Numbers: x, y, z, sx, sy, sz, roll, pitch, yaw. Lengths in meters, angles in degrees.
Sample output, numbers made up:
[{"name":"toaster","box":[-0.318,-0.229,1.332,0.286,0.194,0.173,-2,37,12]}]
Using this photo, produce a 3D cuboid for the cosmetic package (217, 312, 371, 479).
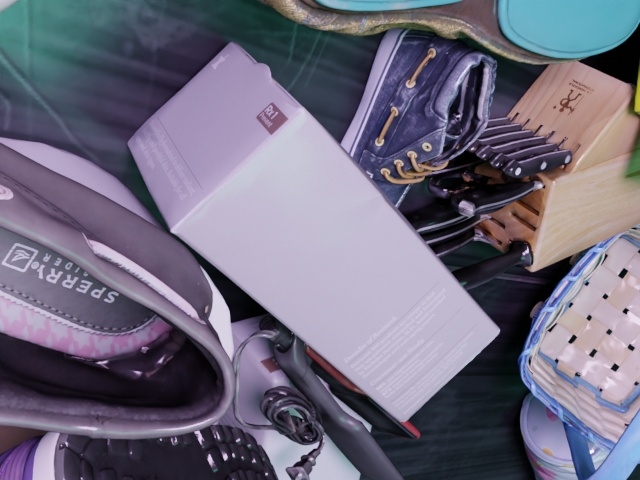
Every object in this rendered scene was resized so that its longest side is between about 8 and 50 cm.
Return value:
[{"name":"cosmetic package","box":[-0.026,0.170,0.706,0.117,0.085,0.231,-12,124,-35]}]

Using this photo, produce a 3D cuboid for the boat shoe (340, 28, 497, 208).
[{"name":"boat shoe","box":[0.063,-0.065,0.606,0.065,0.083,0.183,-6,124,-38]}]

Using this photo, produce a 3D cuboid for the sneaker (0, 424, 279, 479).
[{"name":"sneaker","box":[-0.112,0.171,0.492,0.124,0.107,0.283,-24,148,13]}]

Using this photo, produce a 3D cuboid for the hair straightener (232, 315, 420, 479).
[{"name":"hair straightener","box":[0.004,0.129,0.584,0.230,0.047,0.089,53,52,-47]}]

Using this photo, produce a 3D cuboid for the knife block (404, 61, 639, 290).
[{"name":"knife block","box":[0.194,-0.028,0.747,0.242,0.088,0.275,-51,140,3]}]

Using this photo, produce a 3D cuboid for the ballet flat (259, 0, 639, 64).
[{"name":"ballet flat","box":[0.078,-0.179,0.513,0.348,0.123,0.123,-8,125,-42]}]

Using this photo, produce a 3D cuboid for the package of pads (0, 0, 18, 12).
[{"name":"package of pads","box":[-0.182,-0.190,0.232,0.229,0.101,0.296,-30,142,15]}]

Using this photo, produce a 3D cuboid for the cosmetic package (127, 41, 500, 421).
[{"name":"cosmetic package","box":[0.000,0.000,0.531,0.107,0.127,0.238,-45,125,5]}]

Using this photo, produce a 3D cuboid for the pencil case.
[{"name":"pencil case","box":[0.337,0.294,1.088,0.113,0.124,0.273,-39,137,-11]}]

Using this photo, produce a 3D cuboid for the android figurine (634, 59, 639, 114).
[{"name":"android figurine","box":[0.327,-0.178,0.706,0.248,0.056,0.273,10,89,-52]}]

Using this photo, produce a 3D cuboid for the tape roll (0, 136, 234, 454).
[{"name":"tape roll","box":[-0.196,0.088,0.482,0.286,0.100,0.286,-24,134,-27]}]

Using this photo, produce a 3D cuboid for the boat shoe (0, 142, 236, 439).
[{"name":"boat shoe","box":[-0.160,0.003,0.302,0.335,0.095,0.112,25,103,-46]}]

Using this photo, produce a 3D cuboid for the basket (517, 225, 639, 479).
[{"name":"basket","box":[0.322,0.108,0.832,0.255,0.201,0.289,-56,179,7]}]
